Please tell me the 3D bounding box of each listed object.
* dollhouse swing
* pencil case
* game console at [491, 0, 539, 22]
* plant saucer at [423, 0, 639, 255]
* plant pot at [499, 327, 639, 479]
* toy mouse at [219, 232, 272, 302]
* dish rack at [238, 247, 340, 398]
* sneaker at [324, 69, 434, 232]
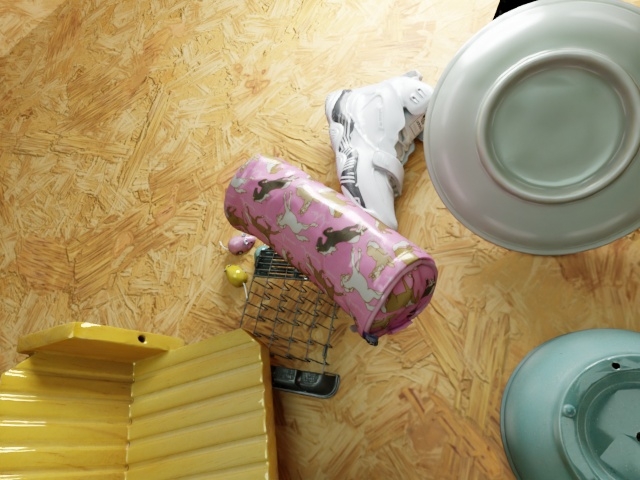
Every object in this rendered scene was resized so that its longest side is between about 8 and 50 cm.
[{"bbox_3d":[-0.284,0.290,0.680,0.304,0.315,0.347,-29,54,33],"label":"dollhouse swing"},{"bbox_3d":[0.000,0.000,0.741,0.386,0.160,0.167,39,98,31],"label":"pencil case"},{"bbox_3d":[0.447,-0.320,0.754,0.044,0.213,0.361,-39,72,-9],"label":"game console"},{"bbox_3d":[0.353,-0.167,0.678,0.400,0.100,0.401,4,101,20],"label":"plant saucer"},{"bbox_3d":[0.377,0.240,0.548,0.292,0.196,0.293,-8,67,19],"label":"plant pot"},{"bbox_3d":[-0.151,0.026,0.939,0.143,0.031,0.161,-45,60,-1],"label":"toy mouse"},{"bbox_3d":[-0.053,0.137,0.835,0.208,0.074,0.272,4,68,21],"label":"dish rack"},{"bbox_3d":[0.138,-0.172,0.845,0.210,0.137,0.366,-20,60,16],"label":"sneaker"}]
